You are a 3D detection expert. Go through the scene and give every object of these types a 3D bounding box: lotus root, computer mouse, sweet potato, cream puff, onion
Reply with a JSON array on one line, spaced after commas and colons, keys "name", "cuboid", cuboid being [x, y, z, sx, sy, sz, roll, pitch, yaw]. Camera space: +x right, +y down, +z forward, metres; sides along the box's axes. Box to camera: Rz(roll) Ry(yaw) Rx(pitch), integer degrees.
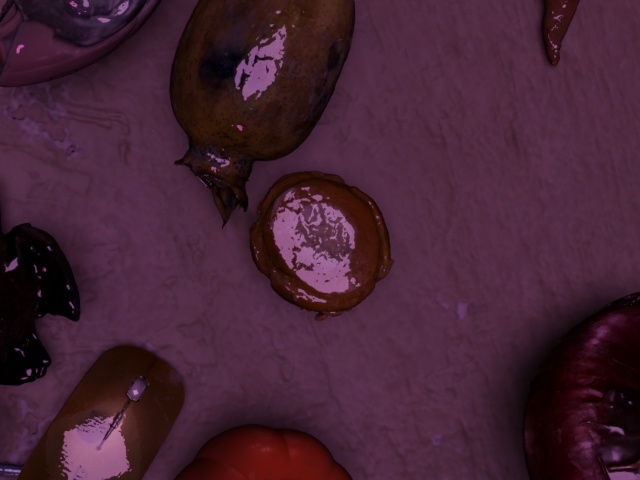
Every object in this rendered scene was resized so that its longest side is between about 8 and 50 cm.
[{"name": "lotus root", "cuboid": [-0.067, -0.149, 0.948, 0.154, 0.154, 0.278, 24, 91, -6]}, {"name": "computer mouse", "cuboid": [-0.168, -0.291, 0.927, 0.115, 0.199, 0.389, 36, 87, -26]}, {"name": "sweet potato", "cuboid": [0.243, -0.293, 1.027, 0.068, 0.068, 0.226, -2, 91, -7]}, {"name": "computer mouse", "cuboid": [-0.211, 0.197, 0.975, 0.102, 0.045, 0.199, 35, 79, -5]}, {"name": "cream puff", "cuboid": [-0.003, 0.002, 0.980, 0.126, 0.103, 0.144, -36, 94, -10]}, {"name": "onion", "cuboid": [0.331, 0.206, 0.972, 0.313, 0.232, 0.314, 7, 67, -18]}]

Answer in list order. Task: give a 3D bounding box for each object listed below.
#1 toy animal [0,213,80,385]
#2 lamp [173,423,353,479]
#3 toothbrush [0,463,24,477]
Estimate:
[{"name": "toy animal", "cuboid": [-0.316, 0.038, 0.962, 0.218, 0.116, 0.180, -16, 63, 20]}, {"name": "lamp", "cuboid": [-0.058, 0.268, 0.950, 0.187, 0.164, 0.188, 8, 70, -22]}, {"name": "toothbrush", "cuboid": [-0.285, 0.224, 0.990, 0.219, 0.016, 0.019, 5, 90, -7]}]
